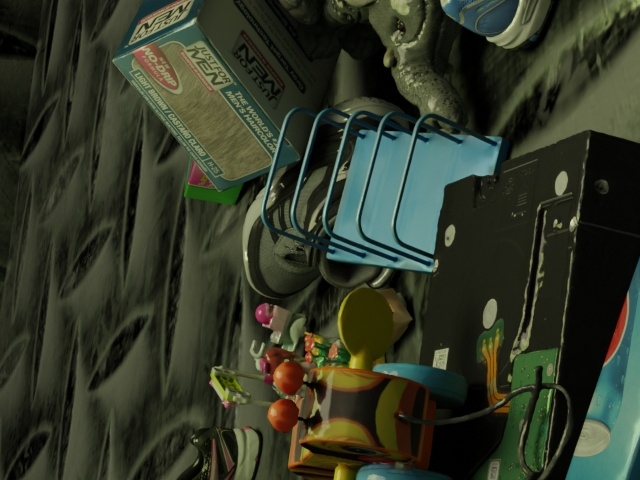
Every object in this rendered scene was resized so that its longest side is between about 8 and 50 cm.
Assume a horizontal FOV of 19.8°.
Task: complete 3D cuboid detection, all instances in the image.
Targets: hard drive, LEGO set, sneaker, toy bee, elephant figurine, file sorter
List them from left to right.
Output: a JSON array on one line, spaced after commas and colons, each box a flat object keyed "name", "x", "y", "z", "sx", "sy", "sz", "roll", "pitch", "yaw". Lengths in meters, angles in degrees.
[{"name": "sneaker", "x": -0.122, "y": 0.276, "z": 1.917, "sx": 0.072, "sy": 0.077, "sz": 0.178, "roll": -175, "pitch": 97, "yaw": -72}, {"name": "LEGO set", "x": -0.023, "y": 0.112, "z": 1.699, "sx": 0.287, "sy": 0.107, "sz": 0.132, "roll": 163, "pitch": 118, "yaw": -68}, {"name": "sneaker", "x": 0.000, "y": 0.000, "z": 1.714, "sx": 0.153, "sy": 0.101, "sz": 0.268, "roll": -92, "pitch": 27, "yaw": -43}, {"name": "toy bee", "x": 0.030, "y": 0.116, "z": 1.282, "sx": 0.298, "sy": 0.162, "sz": 0.195, "roll": 127, "pitch": 151, "yaw": -49}, {"name": "file sorter", "x": 0.048, "y": -0.045, "z": 1.514, "sx": 0.170, "sy": 0.104, "sz": 0.118, "roll": 7, "pitch": 79, "yaw": 48}, {"name": "elephant figurine", "x": 0.079, "y": -0.222, "z": 1.618, "sx": 0.169, "sy": 0.186, "sz": 0.239, "roll": -37, "pitch": 25, "yaw": -17}, {"name": "hard drive", "x": 0.140, "y": 0.108, "z": 1.315, "sx": 0.237, "sy": 0.064, "sz": 0.339, "roll": 157, "pitch": 125, "yaw": -67}, {"name": "sneaker", "x": 0.162, "y": -0.260, "z": 1.467, "sx": 0.080, "sy": 0.081, "sz": 0.211, "roll": -142, "pitch": 68, "yaw": -71}]

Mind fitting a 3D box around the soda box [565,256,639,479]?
[{"name": "soda box", "x": 0.219, "y": 0.073, "z": 1.111, "sx": 0.071, "sy": 0.067, "sz": 0.210, "roll": -137, "pitch": 62, "yaw": -68}]

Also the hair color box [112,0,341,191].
[{"name": "hair color box", "x": -0.064, "y": -0.229, "z": 1.765, "sx": 0.105, "sy": 0.174, "sz": 0.347, "roll": -21, "pitch": 32, "yaw": 31}]

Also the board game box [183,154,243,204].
[{"name": "board game box", "x": -0.091, "y": -0.211, "z": 2.076, "sx": 0.316, "sy": 0.064, "sz": 0.242, "roll": 118, "pitch": 159, "yaw": -66}]
